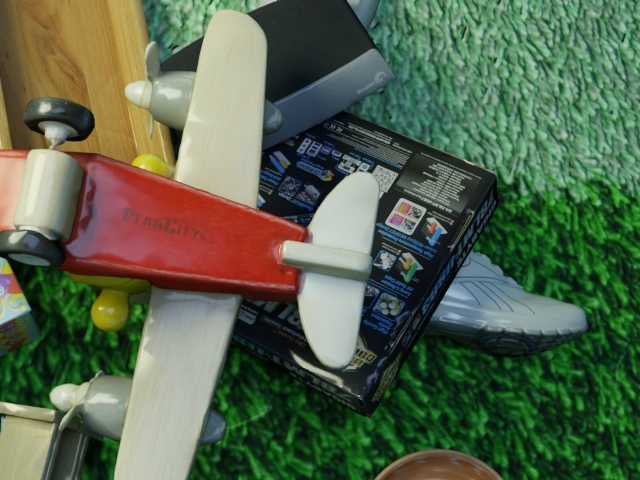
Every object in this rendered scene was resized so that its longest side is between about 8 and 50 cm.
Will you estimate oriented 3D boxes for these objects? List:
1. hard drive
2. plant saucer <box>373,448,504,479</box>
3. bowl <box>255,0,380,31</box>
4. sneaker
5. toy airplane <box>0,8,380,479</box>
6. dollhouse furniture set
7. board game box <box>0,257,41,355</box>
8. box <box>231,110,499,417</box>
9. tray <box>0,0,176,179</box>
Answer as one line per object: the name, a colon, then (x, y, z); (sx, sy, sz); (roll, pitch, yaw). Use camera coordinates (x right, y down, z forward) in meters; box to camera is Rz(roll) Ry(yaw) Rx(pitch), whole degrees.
hard drive: (-0.061, -0.193, 1.236); (0.254, 0.054, 0.172); (-26, 57, -2)
plant saucer: (0.130, 0.333, 1.191); (0.199, 0.037, 0.200); (3, 74, -11)
bowl: (0.002, -0.308, 1.342); (0.142, 0.053, 0.142); (25, 70, -2)
sneaker: (0.170, 0.058, 1.244); (0.297, 0.111, 0.129); (11, 67, -9)
toy airplane: (-0.133, 0.008, 1.048); (0.386, 0.272, 0.384); (-35, 94, -25)
dollhouse furniture set: (-0.338, 0.233, 1.093); (0.183, 0.129, 0.129); (6, 72, 15)
board game box: (-0.417, -0.003, 1.117); (0.142, 0.144, 0.275); (-26, 80, -16)
box: (0.000, 0.000, 1.188); (0.295, 0.073, 0.293); (25, 70, 22)
tray: (-0.299, -0.234, 1.211); (0.202, 0.076, 0.411); (-3, 74, -38)
